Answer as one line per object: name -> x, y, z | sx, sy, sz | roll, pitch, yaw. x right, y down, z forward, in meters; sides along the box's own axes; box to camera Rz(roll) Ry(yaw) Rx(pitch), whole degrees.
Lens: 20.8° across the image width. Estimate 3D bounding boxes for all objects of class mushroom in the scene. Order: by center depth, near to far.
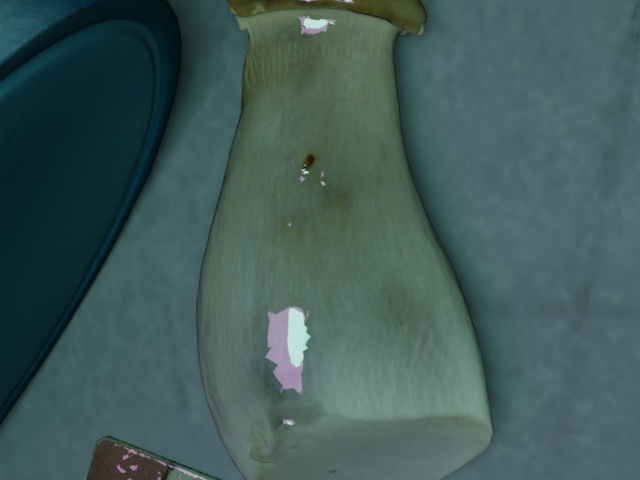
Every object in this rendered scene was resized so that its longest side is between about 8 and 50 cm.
mushroom -> 0.000, 0.000, 0.713 | 0.116, 0.093, 0.225 | -10, 87, -1

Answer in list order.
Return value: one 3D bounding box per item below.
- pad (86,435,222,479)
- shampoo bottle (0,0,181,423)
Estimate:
pad -> -0.062, 0.222, 0.799 | 0.158, 0.003, 0.235 | 20, 103, 9
shampoo bottle -> -0.284, -0.042, 0.639 | 0.343, 0.331, 0.331 | 33, 104, 7
